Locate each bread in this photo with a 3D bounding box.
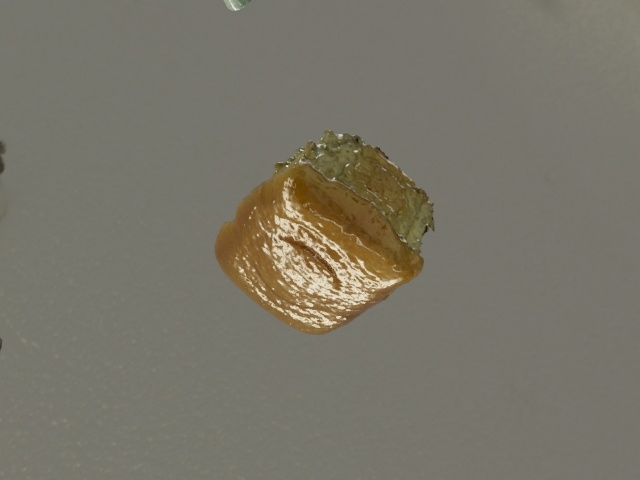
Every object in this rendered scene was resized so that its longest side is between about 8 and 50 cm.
[{"bbox_3d":[0.000,0.000,0.848,0.174,0.245,0.121,46,-128,-5],"label":"bread"}]

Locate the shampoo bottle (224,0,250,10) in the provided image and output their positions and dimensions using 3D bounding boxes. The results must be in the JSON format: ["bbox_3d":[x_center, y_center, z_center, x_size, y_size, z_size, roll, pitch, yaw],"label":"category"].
[{"bbox_3d":[-0.131,-0.336,0.910,0.190,0.069,0.041,57,-135,-42],"label":"shampoo bottle"}]

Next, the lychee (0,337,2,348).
[{"bbox_3d":[-0.360,0.098,0.515,0.330,0.306,0.306,-15,-108,-45],"label":"lychee"}]
